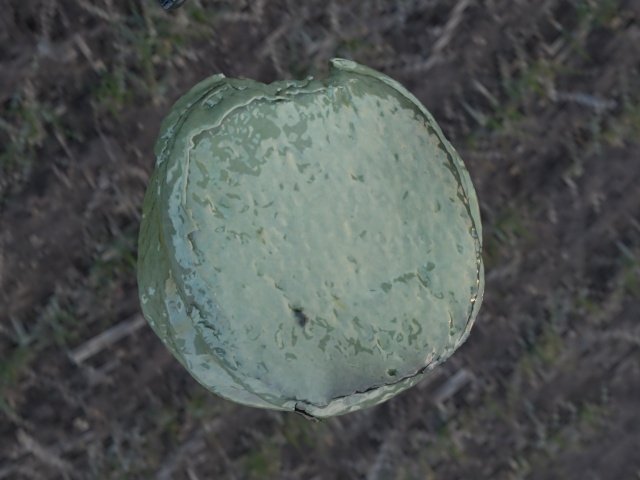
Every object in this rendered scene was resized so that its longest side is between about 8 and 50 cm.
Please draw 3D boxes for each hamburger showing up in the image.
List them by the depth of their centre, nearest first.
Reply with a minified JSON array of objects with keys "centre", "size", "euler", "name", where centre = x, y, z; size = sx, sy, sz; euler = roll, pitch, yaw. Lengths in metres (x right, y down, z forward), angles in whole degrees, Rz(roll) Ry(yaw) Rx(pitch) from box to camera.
[{"centre":[0.000,0.000,0.674],"size":[0.140,0.062,0.133],"euler":[1,85,-25],"name":"hamburger"}]

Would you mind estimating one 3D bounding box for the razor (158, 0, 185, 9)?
[{"centre":[-0.110,-0.189,0.872],"size":[0.066,0.190,0.033],"euler":[-39,160,32],"name":"razor"}]
